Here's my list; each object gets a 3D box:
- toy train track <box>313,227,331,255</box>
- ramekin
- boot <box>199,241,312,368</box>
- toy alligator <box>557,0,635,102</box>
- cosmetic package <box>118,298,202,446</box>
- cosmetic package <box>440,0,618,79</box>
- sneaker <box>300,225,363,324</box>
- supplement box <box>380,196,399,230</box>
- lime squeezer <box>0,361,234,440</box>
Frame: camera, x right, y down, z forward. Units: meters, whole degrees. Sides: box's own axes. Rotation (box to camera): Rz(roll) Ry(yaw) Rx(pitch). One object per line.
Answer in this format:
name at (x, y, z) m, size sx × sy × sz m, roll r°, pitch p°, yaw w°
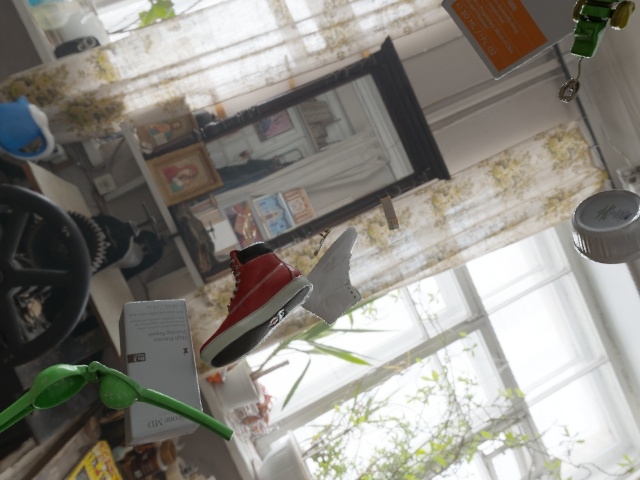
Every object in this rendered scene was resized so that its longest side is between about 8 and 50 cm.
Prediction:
toy train track at (0.000, 0.000, 0.858) m, size 0.014 × 0.083 × 0.048 m, roll 34°, pitch -48°, yaw -8°
ramekin at (0.805, -0.047, 1.170) m, size 0.109 × 0.207 × 0.207 m, roll 51°, pitch -2°, yaw -30°
boot at (-0.161, 0.113, 0.821) m, size 0.176 × 0.244 × 0.088 m, roll 39°, pitch -24°, yaw 25°
toy alligator at (0.314, -0.255, 0.483) m, size 0.056 × 0.051 × 0.190 m, roll 40°, pitch -53°, yaw 41°
cosmetic package at (-0.290, 0.228, 0.758) m, size 0.085 × 0.117 × 0.231 m, roll -52°, pitch -131°, yaw 45°
cosmetic package at (0.494, -0.552, 0.828) m, size 0.230 × 0.161 × 0.453 m, roll 46°, pitch -30°, yaw -12°
sneaker at (0.065, 0.107, 1.239) m, size 0.169 × 0.293 × 0.108 m, roll 35°, pitch -20°, yaw 7°
supplement box at (0.236, -0.091, 1.442) m, size 0.062 × 0.036 × 0.099 m, roll 61°, pitch 15°, yaw -53°
lime squeezer at (-0.257, 0.187, 0.477) m, size 0.110 × 0.310 × 0.059 m, roll -119°, pitch -143°, yaw -53°
